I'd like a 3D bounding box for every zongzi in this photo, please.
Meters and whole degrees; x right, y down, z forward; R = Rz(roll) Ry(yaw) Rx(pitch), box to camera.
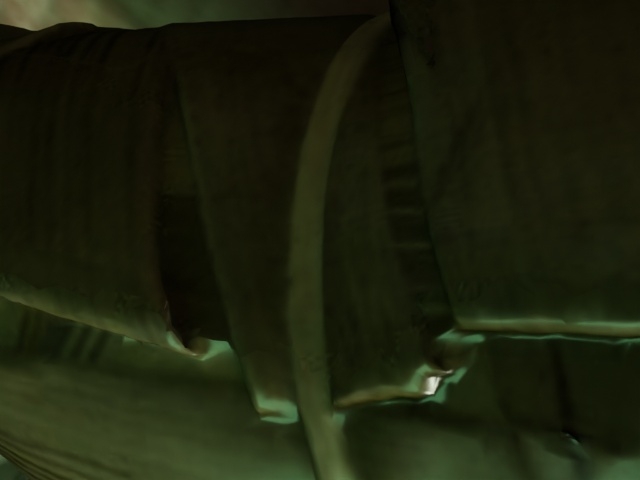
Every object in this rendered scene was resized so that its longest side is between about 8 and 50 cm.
[{"bbox_3d":[0.057,0.111,0.573,0.467,0.218,0.500,6,140,33],"label":"zongzi"}]

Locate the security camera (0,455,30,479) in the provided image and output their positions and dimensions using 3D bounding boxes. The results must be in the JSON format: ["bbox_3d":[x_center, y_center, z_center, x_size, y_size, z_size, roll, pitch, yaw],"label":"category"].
[{"bbox_3d":[-0.233,0.085,0.871,0.277,0.197,0.191,45,140,-10],"label":"security camera"}]
